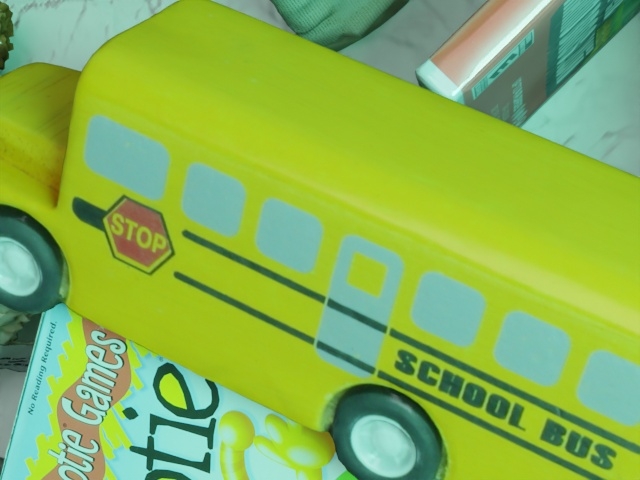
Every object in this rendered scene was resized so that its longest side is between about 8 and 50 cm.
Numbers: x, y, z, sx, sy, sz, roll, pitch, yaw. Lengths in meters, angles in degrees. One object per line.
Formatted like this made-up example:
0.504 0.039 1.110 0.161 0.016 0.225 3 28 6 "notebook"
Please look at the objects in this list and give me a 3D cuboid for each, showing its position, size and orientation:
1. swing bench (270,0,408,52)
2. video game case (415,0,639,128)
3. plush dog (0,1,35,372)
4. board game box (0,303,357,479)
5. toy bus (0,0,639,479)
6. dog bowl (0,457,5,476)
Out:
-0.026 -0.257 0.763 0.165 0.253 0.254 -33 77 4 "swing bench"
0.161 -0.151 0.734 0.285 0.204 0.025 -45 80 1 "video game case"
-0.255 -0.029 0.830 0.262 0.210 0.225 -16 61 -20 "plush dog"
0.005 0.120 0.730 0.275 0.144 0.142 22 109 13 "board game box"
0.000 0.000 0.633 0.333 0.108 0.130 25 125 17 "toy bus"
-0.216 0.283 0.788 0.349 0.102 0.348 -2 81 11 "dog bowl"
